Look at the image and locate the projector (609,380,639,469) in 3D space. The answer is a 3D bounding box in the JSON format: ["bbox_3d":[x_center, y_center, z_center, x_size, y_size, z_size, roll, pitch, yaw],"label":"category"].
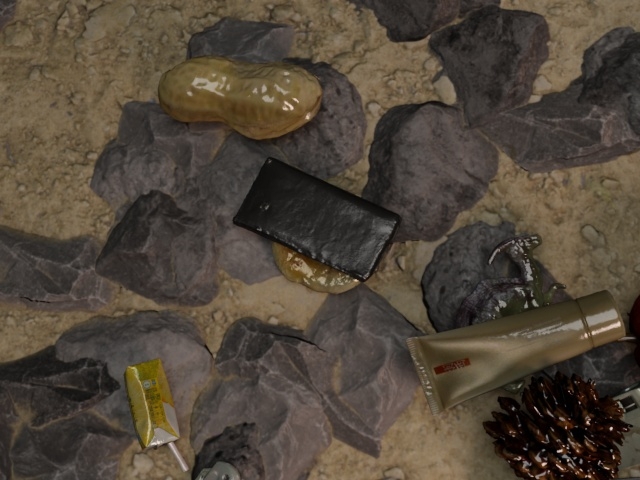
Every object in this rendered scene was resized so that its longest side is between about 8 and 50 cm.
[{"bbox_3d":[0.522,0.302,1.381,0.061,0.147,0.115,-24,75,-34],"label":"projector"}]

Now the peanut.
[{"bbox_3d":[-0.154,-0.273,1.570,0.313,0.149,0.149,11,77,6],"label":"peanut"}]

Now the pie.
[{"bbox_3d":[0.000,0.001,1.536,0.185,0.052,0.218,-34,75,1],"label":"pie"}]

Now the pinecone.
[{"bbox_3d":[0.389,0.310,1.342,0.221,0.221,0.221,-1,76,3],"label":"pinecone"}]

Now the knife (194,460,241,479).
[{"bbox_3d":[-0.237,0.492,1.438,0.073,0.040,0.265,36,81,19],"label":"knife"}]

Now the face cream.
[{"bbox_3d":[0.323,0.175,1.385,0.341,0.084,0.137,-20,89,11],"label":"face cream"}]

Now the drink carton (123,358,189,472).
[{"bbox_3d":[-0.289,0.314,1.463,0.074,0.084,0.200,-10,74,-23],"label":"drink carton"}]

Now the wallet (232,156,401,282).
[{"bbox_3d":[-0.007,-0.040,1.506,0.285,0.030,0.146,25,76,16],"label":"wallet"}]

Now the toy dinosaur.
[{"bbox_3d":[0.330,0.132,1.469,0.162,0.077,0.294,31,79,11],"label":"toy dinosaur"}]

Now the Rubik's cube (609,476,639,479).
[{"bbox_3d":[0.421,0.491,1.346,0.233,0.229,0.228,31,123,-26],"label":"Rubik's cube"}]

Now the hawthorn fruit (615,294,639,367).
[{"bbox_3d":[0.601,0.153,1.382,0.266,0.210,0.230,2,66,7],"label":"hawthorn fruit"}]
